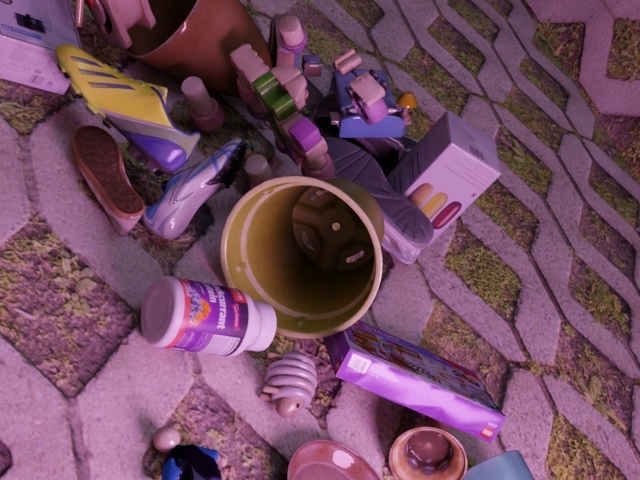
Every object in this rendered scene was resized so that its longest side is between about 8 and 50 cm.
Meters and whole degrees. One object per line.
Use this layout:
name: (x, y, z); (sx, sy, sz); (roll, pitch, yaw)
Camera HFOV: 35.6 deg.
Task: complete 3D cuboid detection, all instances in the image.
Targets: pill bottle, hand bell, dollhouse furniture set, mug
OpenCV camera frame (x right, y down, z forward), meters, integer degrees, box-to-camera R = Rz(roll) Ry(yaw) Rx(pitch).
pill bottle: (-0.167, 0.121, 1.528); (0.193, 0.108, 0.108); (13, 43, -38)
hand bell: (0.191, 0.319, 1.716); (0.126, 0.126, 0.242); (40, 20, -5)
dollhouse furniture set: (0.046, -0.384, 2.138); (0.303, 0.198, 0.286); (1, 43, -8)
mug: (0.284, 0.428, 1.657); (0.097, 0.158, 0.129); (63, 14, 25)

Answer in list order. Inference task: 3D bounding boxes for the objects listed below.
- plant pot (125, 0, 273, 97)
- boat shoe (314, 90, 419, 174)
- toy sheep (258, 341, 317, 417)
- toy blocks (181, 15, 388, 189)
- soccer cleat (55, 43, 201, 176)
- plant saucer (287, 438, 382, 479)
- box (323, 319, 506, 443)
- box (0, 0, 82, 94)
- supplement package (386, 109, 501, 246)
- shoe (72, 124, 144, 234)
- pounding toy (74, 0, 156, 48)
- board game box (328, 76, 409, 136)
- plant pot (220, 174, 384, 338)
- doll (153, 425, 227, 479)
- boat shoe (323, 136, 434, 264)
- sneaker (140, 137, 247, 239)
plant pot: (-0.222, -0.402, 1.997); (0.254, 0.237, 0.237); (33, 31, -40)
boat shoe: (0.130, -0.206, 2.239); (0.335, 0.112, 0.095); (36, 50, 0)
toy sheep: (-0.048, 0.217, 1.568); (0.091, 0.091, 0.132); (25, 55, -26)
toy blocks: (-0.054, -0.226, 1.921); (0.288, 0.309, 0.260); (51, -7, 25)
soccer cleat: (-0.321, -0.235, 1.668); (0.289, 0.121, 0.093); (45, -2, 3)
plant saucer: (0.024, 0.392, 1.486); (0.199, 0.036, 0.198); (29, 35, -22)
box: (0.152, 0.227, 1.688); (0.293, 0.057, 0.201); (25, 11, -12)
box: (-0.533, -0.405, 1.764); (0.169, 0.087, 0.290); (13, 43, -39)
supplement package: (0.252, -0.130, 2.138); (0.139, 0.244, 0.134); (29, 34, -19)
shoe: (-0.355, -0.101, 1.643); (0.077, 0.058, 0.219); (-13, 56, -28)
pounding toy: (-0.425, -0.454, 1.813); (0.154, 0.269, 0.155); (36, 69, 27)
board game box: (0.118, -0.322, 2.408); (0.211, 0.039, 0.160); (33, 34, -14)
plant pot: (0.000, 0.000, 1.737); (0.276, 0.276, 0.254); (44, 22, 2)
doll: (-0.166, 0.330, 1.346); (0.189, 0.046, 0.129); (53, 33, 16)
boat shoe: (0.096, -0.085, 2.074); (0.320, 0.103, 0.118); (43, 51, 11)
sneaker: (-0.212, -0.100, 1.686); (0.086, 0.085, 0.237); (35, 62, 15)
